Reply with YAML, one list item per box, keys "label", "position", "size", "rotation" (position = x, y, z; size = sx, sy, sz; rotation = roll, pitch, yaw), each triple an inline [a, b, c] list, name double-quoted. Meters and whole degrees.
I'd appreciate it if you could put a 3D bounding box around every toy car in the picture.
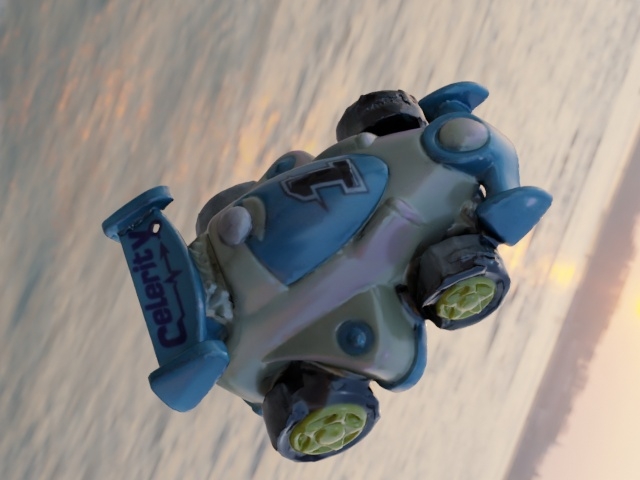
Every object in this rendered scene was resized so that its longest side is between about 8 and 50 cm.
- label: "toy car"
  position: [0.000, 0.000, 0.511]
  size: [0.161, 0.126, 0.098]
  rotation: [-40, 142, 23]
